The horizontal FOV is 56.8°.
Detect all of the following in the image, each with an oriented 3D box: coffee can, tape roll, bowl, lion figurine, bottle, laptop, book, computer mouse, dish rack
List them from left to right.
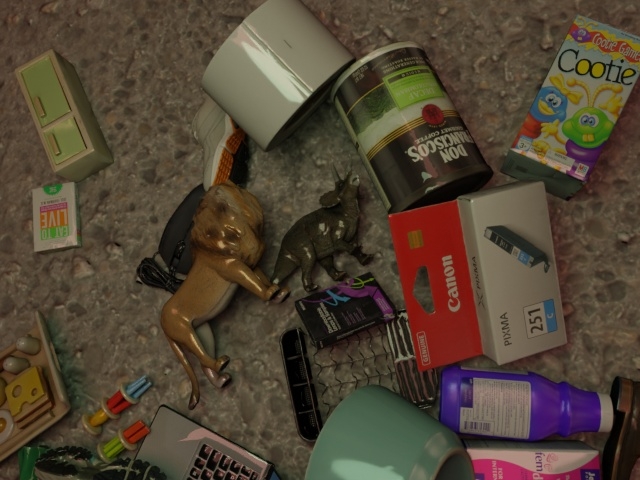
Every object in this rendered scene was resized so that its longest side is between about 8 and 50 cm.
[{"bbox_3d":[-0.575,-0.049,1.294,0.096,0.035,0.144,-10,77,4],"label":"book"},{"bbox_3d":[-0.236,0.557,1.018,0.408,0.236,0.382,24,84,13],"label":"laptop"},{"bbox_3d":[-0.254,-0.007,1.206,0.188,0.072,0.272,27,86,14],"label":"computer mouse"},{"bbox_3d":[-0.208,0.097,1.105,0.240,0.142,0.392,38,96,15],"label":"lion figurine"},{"bbox_3d":[-0.076,-0.309,1.100,0.246,0.246,0.169,-45,93,0],"label":"tape roll"},{"bbox_3d":[0.075,0.241,1.102,0.271,0.074,0.208,-14,79,7],"label":"dish rack"},{"bbox_3d":[0.128,0.389,0.906,0.163,0.311,0.312,-1,79,38],"label":"bowl"},{"bbox_3d":[0.163,-0.193,1.097,0.201,0.201,0.275,-26,76,5],"label":"coffee can"},{"bbox_3d":[0.351,0.287,1.032,0.282,0.092,0.118,2,92,10],"label":"bottle"}]

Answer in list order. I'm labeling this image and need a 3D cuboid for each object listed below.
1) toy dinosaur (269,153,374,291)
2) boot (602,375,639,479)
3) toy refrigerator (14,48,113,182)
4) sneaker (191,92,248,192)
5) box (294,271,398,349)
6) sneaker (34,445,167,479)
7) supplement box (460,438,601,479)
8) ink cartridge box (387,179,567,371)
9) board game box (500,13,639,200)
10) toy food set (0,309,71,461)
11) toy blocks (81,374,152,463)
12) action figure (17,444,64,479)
[{"bbox_3d":[0.000,0.000,1.152,0.313,0.121,0.160,-43,61,21],"label":"toy dinosaur"},{"bbox_3d":[0.541,0.348,0.995,0.106,0.082,0.219,9,80,14],"label":"boot"},{"bbox_3d":[-0.564,-0.274,1.298,0.102,0.094,0.270,-27,77,4],"label":"toy refrigerator"},{"bbox_3d":[-0.215,-0.203,1.222,0.121,0.099,0.262,-3,62,22],"label":"sneaker"},{"bbox_3d":[0.045,0.127,1.098,0.162,0.029,0.116,-22,40,-10],"label":"box"},{"bbox_3d":[-0.394,0.474,1.096,0.283,0.110,0.122,11,108,19],"label":"sneaker"},{"bbox_3d":[0.348,0.401,1.005,0.220,0.114,0.111,-3,79,8],"label":"supplement box"},{"bbox_3d":[0.274,0.069,1.016,0.261,0.066,0.296,-14,100,-9],"label":"ink cartridge box"},{"bbox_3d":[0.461,-0.236,1.081,0.142,0.144,0.275,26,86,13],"label":"board game box"},{"bbox_3d":[-0.654,0.311,1.183,0.306,0.092,0.220,-35,61,3],"label":"toy food set"},{"bbox_3d":[-0.383,0.349,1.172,0.148,0.054,0.123,-39,71,2],"label":"toy blocks"},{"bbox_3d":[-0.555,0.529,1.169,0.137,0.063,0.232,5,77,9],"label":"action figure"}]
